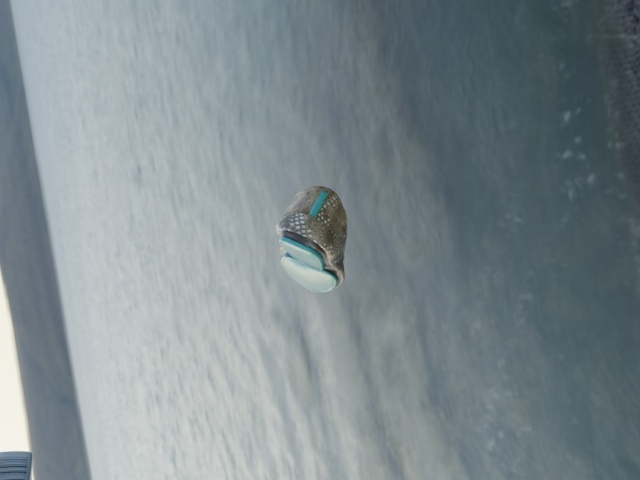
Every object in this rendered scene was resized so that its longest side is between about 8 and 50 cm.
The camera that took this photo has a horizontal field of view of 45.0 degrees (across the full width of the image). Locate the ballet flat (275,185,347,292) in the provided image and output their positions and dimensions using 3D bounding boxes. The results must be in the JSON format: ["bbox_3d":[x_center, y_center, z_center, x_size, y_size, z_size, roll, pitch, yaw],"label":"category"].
[{"bbox_3d":[0.000,0.000,0.723,0.067,0.073,0.206,-63,-3,-12],"label":"ballet flat"}]

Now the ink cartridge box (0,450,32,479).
[{"bbox_3d":[-0.386,0.479,0.928,0.324,0.072,0.329,-138,51,-67],"label":"ink cartridge box"}]
